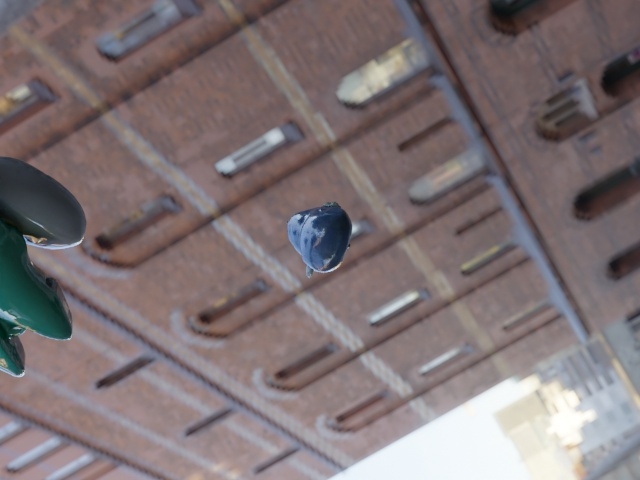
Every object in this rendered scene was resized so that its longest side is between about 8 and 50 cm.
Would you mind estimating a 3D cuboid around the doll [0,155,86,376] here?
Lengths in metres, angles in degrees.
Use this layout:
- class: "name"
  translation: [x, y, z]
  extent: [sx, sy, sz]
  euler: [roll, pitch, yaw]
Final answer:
- class: "doll"
  translation: [-0.298, -0.013, 1.081]
  extent: [0.153, 0.195, 0.258]
  euler: [-107, 6, -66]

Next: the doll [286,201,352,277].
- class: "doll"
  translation: [0.000, 0.000, 1.233]
  extent: [0.050, 0.076, 0.083]
  euler: [13, -177, -23]
